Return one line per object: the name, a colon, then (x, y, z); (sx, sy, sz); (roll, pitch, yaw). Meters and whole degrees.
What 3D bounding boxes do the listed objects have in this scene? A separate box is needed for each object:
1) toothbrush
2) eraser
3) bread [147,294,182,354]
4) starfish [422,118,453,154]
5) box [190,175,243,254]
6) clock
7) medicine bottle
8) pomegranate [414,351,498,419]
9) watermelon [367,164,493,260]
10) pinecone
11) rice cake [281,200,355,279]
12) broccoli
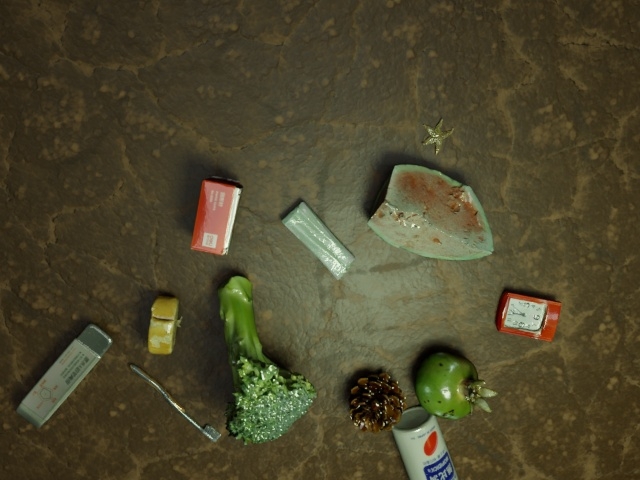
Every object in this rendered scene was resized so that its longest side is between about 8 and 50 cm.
toothbrush: (-0.402, 0.447, 1.604); (0.321, 0.023, 0.031); (42, 88, -9)
eraser: (-0.686, 0.363, 1.557); (0.089, 0.061, 0.352); (41, 95, -7)
bread: (-0.404, 0.222, 1.517); (0.073, 0.122, 0.149); (6, 100, -7)
starfish: (0.308, -0.271, 1.527); (0.092, 0.016, 0.086); (-19, 102, -2)
box: (-0.258, -0.066, 1.471); (0.099, 0.133, 0.182); (11, 97, -6)
clock: (0.564, 0.204, 1.595); (0.155, 0.061, 0.113); (11, 99, -1)
medicine bottle: (0.307, 0.641, 1.617); (0.130, 0.130, 0.341); (-20, 100, 0)
pomegranate: (0.355, 0.386, 1.529); (0.181, 0.224, 0.182); (1, 88, -32)
watermelon: (0.286, -0.051, 1.477); (0.305, 0.180, 0.224); (23, 109, -4)
pinecone: (0.145, 0.442, 1.562); (0.173, 0.173, 0.174); (0, 99, -3)
rice cake: (0.000, 0.001, 1.542); (0.080, 0.042, 0.222); (-43, 98, 0)
broccoli: (-0.170, 0.321, 1.499); (0.274, 0.397, 0.353); (-6, 129, -29)
